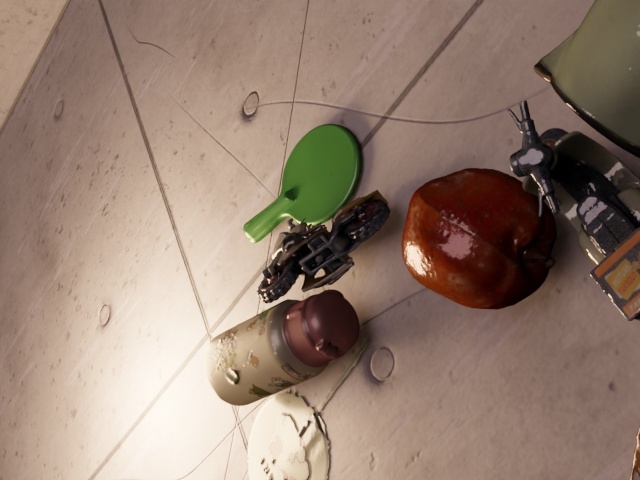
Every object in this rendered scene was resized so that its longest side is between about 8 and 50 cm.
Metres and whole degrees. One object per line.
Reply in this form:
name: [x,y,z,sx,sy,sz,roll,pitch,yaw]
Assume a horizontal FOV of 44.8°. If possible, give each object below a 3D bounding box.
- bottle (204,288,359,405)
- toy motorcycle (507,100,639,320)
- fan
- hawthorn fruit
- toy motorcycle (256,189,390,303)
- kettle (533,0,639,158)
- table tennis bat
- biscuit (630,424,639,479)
bottle: [-0.051,0.150,1.111,0.253,0.120,0.121,-30,57,38]
toy motorcycle: [0.276,-0.031,0.761,0.091,0.157,0.263,-49,48,25]
fan: [-0.019,0.264,1.120,0.329,0.009,0.191,-56,43,21]
hawthorn fruit: [0.186,0.002,0.852,0.194,0.156,0.157,25,97,55]
toy motorcycle: [0.000,0.000,1.107,0.229,0.094,0.130,-35,17,19]
kettle: [0.361,-0.192,0.715,0.240,0.165,0.255,41,120,16]
table tennis bat: [-0.031,-0.077,1.225,0.257,0.039,0.161,-38,52,29]
biscuit: [0.403,0.218,0.624,0.317,0.040,0.318,-21,61,44]
